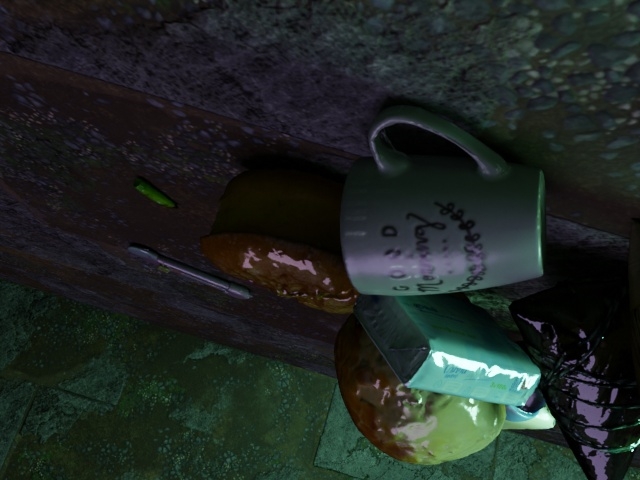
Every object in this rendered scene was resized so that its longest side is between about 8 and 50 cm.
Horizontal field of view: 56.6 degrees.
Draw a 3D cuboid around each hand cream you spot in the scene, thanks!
[{"bbox_3d":[-0.339,-0.092,1.225,0.036,0.023,0.122,3,161,26],"label":"hand cream"}]

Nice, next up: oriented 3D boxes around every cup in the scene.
[{"bbox_3d":[0.154,-0.051,0.743,0.233,0.186,0.258,-2,127,25],"label":"cup"}]

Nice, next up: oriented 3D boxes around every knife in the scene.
[{"bbox_3d":[-0.388,0.103,1.783,0.398,0.038,0.132,23,163,-18],"label":"knife"}]

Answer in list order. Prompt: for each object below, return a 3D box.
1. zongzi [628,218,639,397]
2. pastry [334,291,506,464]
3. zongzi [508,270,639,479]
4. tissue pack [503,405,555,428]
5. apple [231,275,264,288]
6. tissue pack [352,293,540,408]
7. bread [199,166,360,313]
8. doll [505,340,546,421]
[{"bbox_3d":[0.493,0.150,0.828,0.145,0.300,0.274,-20,150,11],"label":"zongzi"},{"bbox_3d":[0.192,0.267,1.216,0.312,0.389,0.388,-23,144,22],"label":"pastry"},{"bbox_3d":[0.470,0.247,0.993,0.318,0.363,0.383,-6,155,8],"label":"zongzi"},{"bbox_3d":[0.382,0.372,1.625,0.404,0.206,0.331,21,156,-15],"label":"tissue pack"},{"bbox_3d":[-0.129,0.035,1.253,0.153,0.120,0.153,16,167,4],"label":"apple"},{"bbox_3d":[0.194,0.151,0.893,0.263,0.089,0.177,21,-159,-35],"label":"tissue pack"},{"bbox_3d":[0.000,0.000,0.953,0.339,0.195,0.179,25,154,-27],"label":"bread"},{"bbox_3d":[0.466,0.299,1.334,0.141,0.177,0.314,3,145,-37],"label":"doll"}]
